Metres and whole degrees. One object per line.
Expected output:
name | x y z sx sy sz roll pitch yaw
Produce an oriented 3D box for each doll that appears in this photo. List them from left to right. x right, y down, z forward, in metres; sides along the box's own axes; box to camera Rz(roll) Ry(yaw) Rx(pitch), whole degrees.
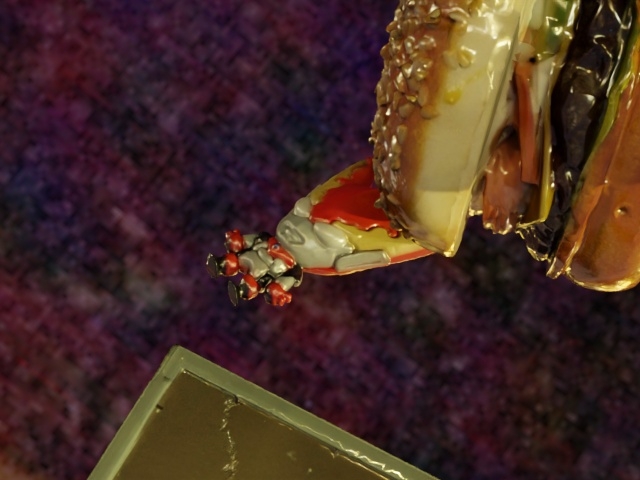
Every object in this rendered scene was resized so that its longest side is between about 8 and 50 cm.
doll | 0.000 0.000 1.216 0.109 0.169 0.057 47 155 37

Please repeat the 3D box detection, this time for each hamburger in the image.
hamburger | 0.155 -0.111 1.145 0.225 0.291 0.291 17 157 5

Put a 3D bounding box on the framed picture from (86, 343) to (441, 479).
framed picture | -0.048 0.236 1.272 0.293 0.231 0.018 26 158 15
